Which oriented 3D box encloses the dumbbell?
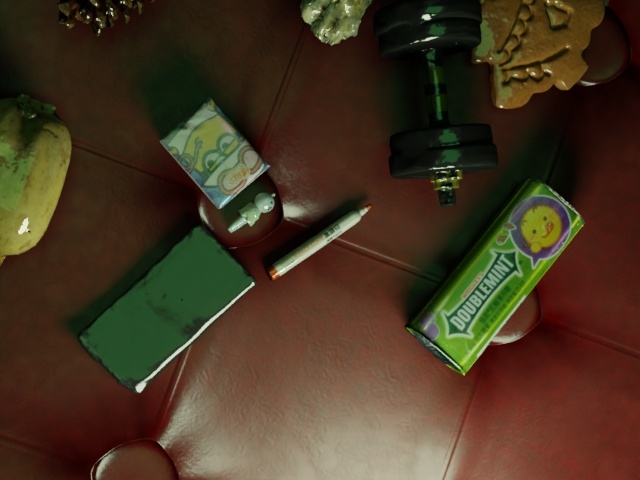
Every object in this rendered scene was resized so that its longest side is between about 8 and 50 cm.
[{"bbox_3d":[0.192,-0.250,1.516,0.185,0.185,0.388,-6,90,-9],"label":"dumbbell"}]

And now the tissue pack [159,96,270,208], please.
[{"bbox_3d":[-0.177,-0.146,1.516,0.115,0.065,0.155,-42,95,-6],"label":"tissue pack"}]

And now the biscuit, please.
[{"bbox_3d":[0.350,-0.391,1.609,0.306,0.043,0.284,42,84,-6],"label":"biscuit"}]

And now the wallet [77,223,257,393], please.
[{"bbox_3d":[-0.256,0.115,1.520,0.285,0.030,0.146,-44,99,-6],"label":"wallet"}]

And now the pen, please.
[{"bbox_3d":[0.000,0.000,1.561,0.218,0.026,0.026,-34,95,-8],"label":"pen"}]

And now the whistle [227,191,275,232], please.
[{"bbox_3d":[-0.116,-0.048,1.540,0.100,0.035,0.035,-39,95,-5],"label":"whistle"}]

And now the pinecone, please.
[{"bbox_3d":[-0.343,-0.433,1.441,0.179,0.184,0.204,43,109,-15],"label":"pinecone"}]

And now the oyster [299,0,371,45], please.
[{"bbox_3d":[0.039,-0.442,1.550,0.133,0.072,0.209,30,87,-5],"label":"oyster"}]

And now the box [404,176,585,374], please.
[{"bbox_3d":[0.301,0.062,1.571,0.134,0.097,0.345,41,84,-7],"label":"box"}]

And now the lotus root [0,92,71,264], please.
[{"bbox_3d":[-0.492,-0.090,1.428,0.160,0.146,0.284,19,90,10],"label":"lotus root"}]
